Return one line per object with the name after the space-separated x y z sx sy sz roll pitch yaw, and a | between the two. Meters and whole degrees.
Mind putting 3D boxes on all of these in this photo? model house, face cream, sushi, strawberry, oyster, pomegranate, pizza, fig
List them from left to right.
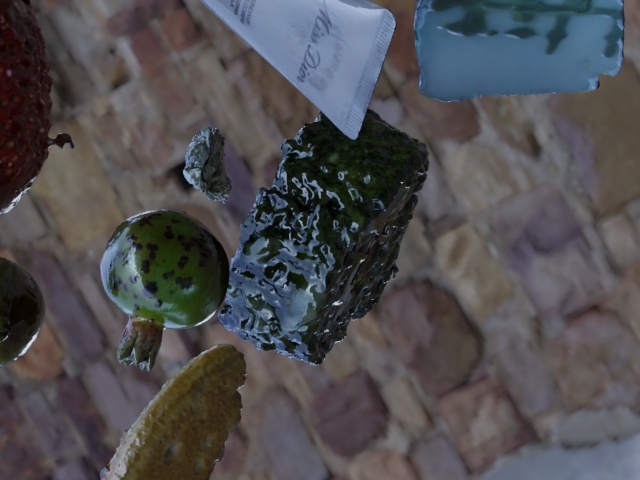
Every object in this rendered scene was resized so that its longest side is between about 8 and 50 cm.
-0.506 -0.222 2.288 0.343 0.292 0.292 60 -177 -9 | strawberry
-0.407 0.092 1.906 0.186 0.142 0.148 17 142 54 | fig
-0.150 0.203 1.401 0.058 0.246 0.127 29 -172 38 | pizza
-0.199 0.057 1.868 0.159 0.159 0.205 53 -127 -70 | pomegranate
-0.178 -0.119 2.430 0.177 0.064 0.125 57 -162 -69 | oyster
-0.043 -0.244 1.584 0.089 0.143 0.314 -15 -135 -45 | face cream
0.000 0.000 2.100 0.178 0.352 0.294 29 -142 13 | sushi
0.245 -0.378 1.850 0.295 0.251 0.329 70 -156 -62 | model house
